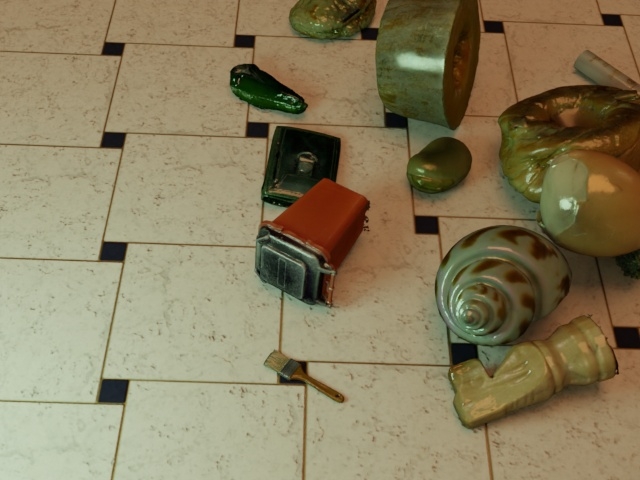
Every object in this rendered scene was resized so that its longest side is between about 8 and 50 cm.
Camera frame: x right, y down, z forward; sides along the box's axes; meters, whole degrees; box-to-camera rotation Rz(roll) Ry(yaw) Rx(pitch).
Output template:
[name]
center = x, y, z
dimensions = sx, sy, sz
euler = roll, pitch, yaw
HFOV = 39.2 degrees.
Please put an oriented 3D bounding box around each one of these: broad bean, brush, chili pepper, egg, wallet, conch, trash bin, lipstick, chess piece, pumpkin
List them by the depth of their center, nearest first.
[chess piece]
center = 0.383, 0.248, 1.662
dimensions = 0.301, 0.137, 0.137
euler = -21, 54, -6
[brush]
center = -0.028, 0.258, 1.685
dimensions = 0.170, 0.014, 0.043
euler = 28, 53, 17
[conch]
center = 0.339, 0.087, 1.710
dimensions = 0.250, 0.197, 0.368
euler = -7, 35, 22
[egg]
center = 0.539, -0.067, 1.749
dimensions = 0.245, 0.201, 0.201
euler = 23, 53, 11
[trash bin]
center = 0.000, 0.000, 1.810
dimensions = 0.185, 0.161, 0.238
euler = 28, 51, 19
[broad bean]
center = 0.266, -0.169, 2.010
dimensions = 0.174, 0.082, 0.124
euler = -37, 59, -27
[wallet]
center = -0.040, -0.167, 2.014
dimensions = 0.160, 0.055, 0.236
euler = 11, 50, -3
[pumpkin]
center = 0.247, -0.435, 2.100
dimensions = 0.199, 0.332, 0.332
euler = 11, 49, 23
[chili pepper]
center = -0.120, -0.364, 2.166
dimensions = 0.216, 0.062, 0.108
euler = 31, 55, 18
[lipstick]
center = 0.744, -0.382, 2.228
dimensions = 0.059, 0.059, 0.264
euler = -30, 58, -25

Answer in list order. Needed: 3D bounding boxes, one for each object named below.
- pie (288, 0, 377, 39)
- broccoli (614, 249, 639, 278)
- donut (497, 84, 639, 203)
[pie]
center = 0.040, -0.619, 2.368
dimensions = 0.201, 0.090, 0.248
euler = 28, 58, 16
[broccoli]
center = 0.689, -0.025, 1.859
dimensions = 0.176, 0.198, 0.226
euler = 14, 71, -40
[donut]
center = 0.557, -0.215, 1.976
dimensions = 0.361, 0.170, 0.360
euler = -9, 31, 5
